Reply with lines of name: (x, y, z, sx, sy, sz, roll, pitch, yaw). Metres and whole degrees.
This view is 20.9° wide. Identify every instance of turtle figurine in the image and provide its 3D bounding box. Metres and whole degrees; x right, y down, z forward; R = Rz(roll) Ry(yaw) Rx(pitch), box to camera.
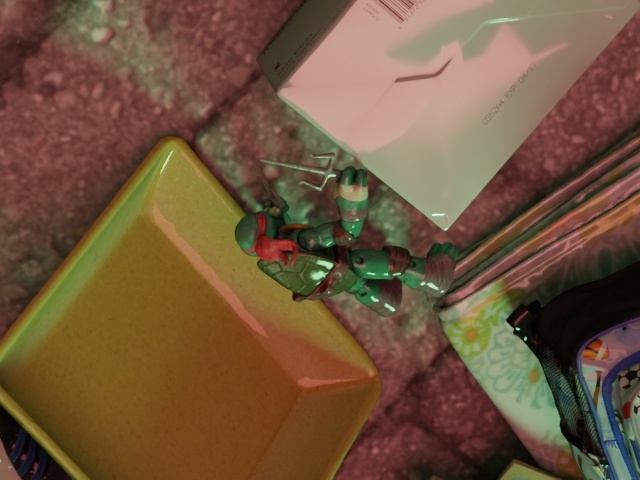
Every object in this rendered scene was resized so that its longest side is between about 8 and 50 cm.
turtle figurine: (0.000, 0.000, 1.565, 0.234, 0.175, 0.118, 25, 76, -33)

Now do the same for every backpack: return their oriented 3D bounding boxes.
backpack: (0.342, 0.149, 1.565, 0.277, 0.213, 0.263, -21, 120, -3)

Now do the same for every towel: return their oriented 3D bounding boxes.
towel: (0.321, 0.097, 1.691, 0.320, 0.090, 0.374, -34, 109, 6)

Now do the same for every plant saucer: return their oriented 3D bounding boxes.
plant saucer: (-0.127, 0.129, 1.556, 0.081, 0.333, 0.332, -23, 114, 44)

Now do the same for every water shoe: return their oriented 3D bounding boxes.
water shoe: (-0.280, 0.198, 1.646, 0.080, 0.073, 0.203, -31, 114, -22)

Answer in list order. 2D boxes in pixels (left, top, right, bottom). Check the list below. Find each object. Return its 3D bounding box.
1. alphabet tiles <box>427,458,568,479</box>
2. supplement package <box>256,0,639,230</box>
alphabet tiles: (0.216, 0.354, 1.740, 0.343, 0.011, 0.285, 24, 121, -14)
supplement package: (0.107, -0.183, 1.540, 0.204, 0.145, 0.262, 38, 97, -18)
